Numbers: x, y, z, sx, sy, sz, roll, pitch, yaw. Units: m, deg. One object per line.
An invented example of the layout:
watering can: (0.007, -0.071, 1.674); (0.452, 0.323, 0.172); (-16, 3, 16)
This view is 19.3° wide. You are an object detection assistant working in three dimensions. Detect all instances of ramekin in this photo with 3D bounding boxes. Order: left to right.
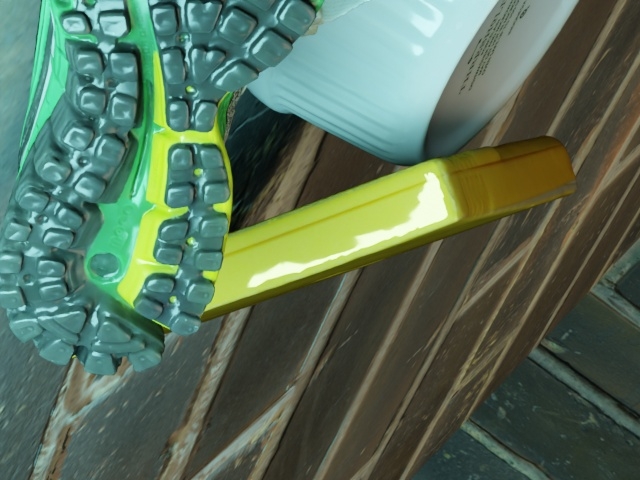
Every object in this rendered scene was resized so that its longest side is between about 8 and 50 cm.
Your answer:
ramekin: (0.080, -0.169, 1.219); (0.273, 0.127, 0.273); (-50, 166, -17)

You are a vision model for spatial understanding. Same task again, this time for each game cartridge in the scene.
game cartridge: (0.000, 0.000, 1.232); (0.285, 0.052, 0.324); (-20, 177, 20)

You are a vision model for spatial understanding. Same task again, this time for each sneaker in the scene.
sneaker: (-0.082, -0.114, 0.896); (0.146, 0.134, 0.343); (-105, -147, -59)

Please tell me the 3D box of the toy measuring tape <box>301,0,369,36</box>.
toy measuring tape: (0.104, -0.209, 1.011); (0.330, 0.121, 0.121); (-24, 174, 17)
